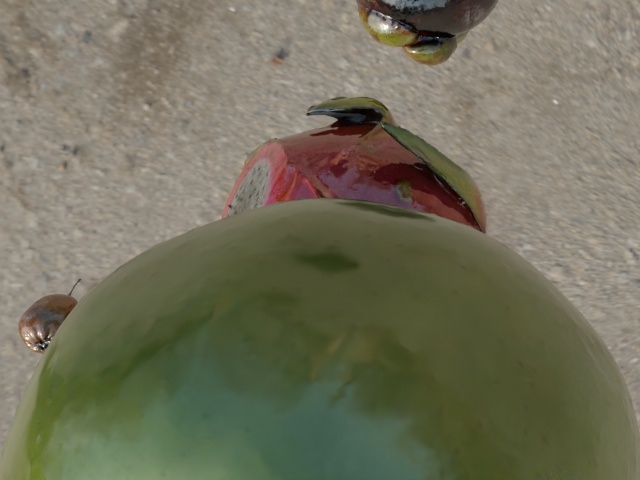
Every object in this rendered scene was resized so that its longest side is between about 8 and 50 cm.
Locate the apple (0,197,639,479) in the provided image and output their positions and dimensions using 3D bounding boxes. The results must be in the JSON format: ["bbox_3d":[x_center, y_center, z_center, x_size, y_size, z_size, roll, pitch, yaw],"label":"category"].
[{"bbox_3d":[-0.003,0.144,0.624,0.357,0.357,0.357,-1,88,22],"label":"apple"}]

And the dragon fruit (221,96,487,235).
[{"bbox_3d":[0.000,0.000,1.112,0.290,0.189,0.290,-39,35,35],"label":"dragon fruit"}]

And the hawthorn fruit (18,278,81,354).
[{"bbox_3d":[-0.276,0.076,1.223,0.067,0.103,0.066,3,129,4],"label":"hawthorn fruit"}]

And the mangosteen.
[{"bbox_3d":[0.125,-0.325,1.425,0.210,0.210,0.209,-1,88,22],"label":"mangosteen"}]
